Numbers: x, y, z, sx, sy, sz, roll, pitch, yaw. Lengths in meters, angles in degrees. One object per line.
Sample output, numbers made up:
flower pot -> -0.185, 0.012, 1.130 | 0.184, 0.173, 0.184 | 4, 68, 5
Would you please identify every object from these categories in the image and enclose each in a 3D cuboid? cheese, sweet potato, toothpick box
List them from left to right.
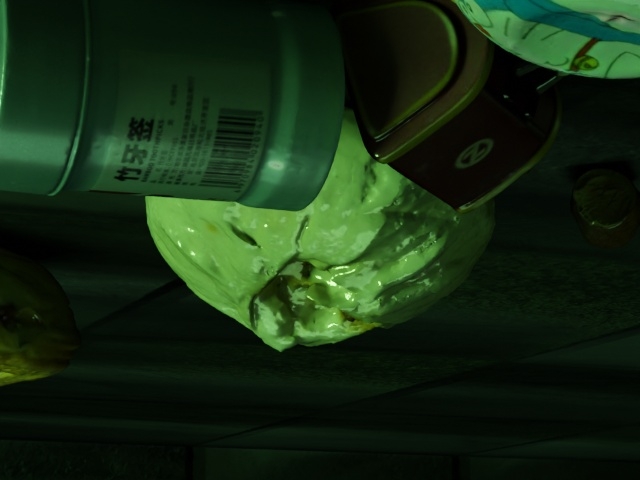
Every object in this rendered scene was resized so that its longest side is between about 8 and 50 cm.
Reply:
toothpick box -> -0.078, -0.067, 0.776 | 0.153, 0.101, 0.101 | 5, 166, -22
cheese -> 0.071, -0.113, 0.663 | 0.250, 0.064, 0.156 | 14, 164, -8
sweet potato -> 0.188, -0.015, 1.144 | 0.049, 0.049, 0.117 | -2, 167, 7

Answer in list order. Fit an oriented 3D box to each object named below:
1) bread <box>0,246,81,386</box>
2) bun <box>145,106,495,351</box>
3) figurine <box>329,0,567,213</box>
bread -> -0.319, 0.047, 1.309 | 0.210, 0.099, 0.235 | -12, 158, 34
bun -> 0.000, 0.000, 1.023 | 0.222, 0.128, 0.222 | 2, 169, 0
figurine -> 0.079, -0.076, 0.839 | 0.098, 0.082, 0.154 | -27, 159, 19
